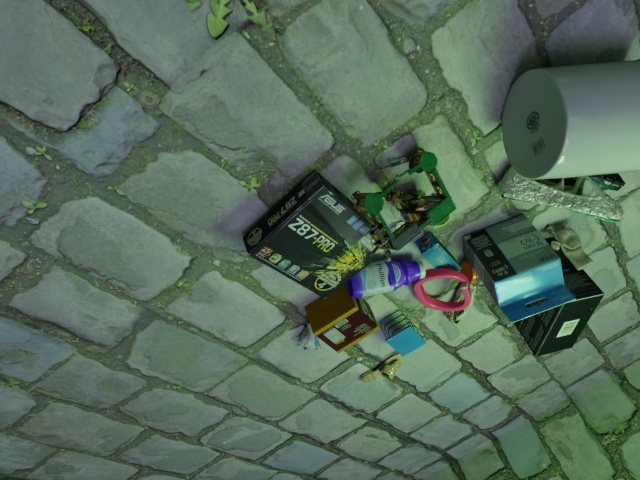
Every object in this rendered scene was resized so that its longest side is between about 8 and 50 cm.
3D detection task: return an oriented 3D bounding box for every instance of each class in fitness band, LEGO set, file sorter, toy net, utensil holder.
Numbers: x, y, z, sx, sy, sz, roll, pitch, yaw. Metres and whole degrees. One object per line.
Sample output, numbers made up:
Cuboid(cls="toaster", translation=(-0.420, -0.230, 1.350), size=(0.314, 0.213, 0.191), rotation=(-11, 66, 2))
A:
Cuboid(cls="fitness band", translation=(0.468, 0.195, 1.984), size=(0.208, 0.054, 0.291), rotation=(-3, 147, 21))
Cuboid(cls="LEGO set", translation=(0.236, -0.115, 1.595), size=(0.331, 0.192, 0.255), rotation=(-45, 108, -13))
Cuboid(cls="file sorter", translation=(0.339, 0.382, 2.145), size=(0.118, 0.105, 0.170), rotation=(-33, 134, 12))
Cuboid(cls="toy net", translation=(0.323, -0.061, 1.761), size=(0.232, 0.045, 0.122), rotation=(-30, 135, 9))
Cuboid(cls="utensil holder", translation=(0.767, -0.343, 1.473), size=(0.385, 0.328, 0.328), rotation=(-6, 134, -11))

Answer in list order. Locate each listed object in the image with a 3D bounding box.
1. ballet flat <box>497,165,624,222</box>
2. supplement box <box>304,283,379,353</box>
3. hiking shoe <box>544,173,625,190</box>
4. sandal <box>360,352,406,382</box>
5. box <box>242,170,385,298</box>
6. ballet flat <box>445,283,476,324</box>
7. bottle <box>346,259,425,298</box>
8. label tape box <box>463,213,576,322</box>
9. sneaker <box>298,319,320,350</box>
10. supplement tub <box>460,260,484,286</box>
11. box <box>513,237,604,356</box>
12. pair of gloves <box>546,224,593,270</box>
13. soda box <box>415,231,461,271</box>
Cuboid(cls="ballet flat", translation=(0.794, -0.162, 1.687), size=(0.408, 0.147, 0.147), rotation=(13, 133, 9))
Cuboid(cls="supplement box", translation=(0.082, 0.292, 1.945), size=(0.191, 0.129, 0.194), rotation=(-33, 134, 11))
Cuboid(cls="hiking shoe", translation=(0.912, -0.209, 1.814), size=(0.303, 0.113, 0.132), rotation=(7, 137, -14))
Cuboid(cls="sandal", translation=(0.301, 0.604, 2.359), size=(0.240, 0.079, 0.088), rotation=(-31, 135, 10))
Cuboid(cls="box", translation=(0.000, 0.000, 1.662), size=(0.318, 0.097, 0.395), rotation=(-41, 133, 14))
Cuboid(cls="ballet flat", translation=(0.593, 0.259, 2.145), size=(0.091, 0.077, 0.241), rotation=(-2, 132, -18))
Cuboid(cls="bottle", translation=(0.234, 0.128, 1.855), size=(0.282, 0.118, 0.092), rotation=(-9, 167, -12))
Cuboid(cls="label tape box", translation=(0.696, 0.092, 1.831), size=(0.249, 0.348, 0.115), rotation=(-20, 135, -2))
Cuboid(cls="sneaker", translation=(-0.048, 0.377, 2.023), size=(0.082, 0.071, 0.191), rotation=(-10, 134, -3))
Cuboid(cls="supplement tub", translation=(0.645, 0.115, 2.000), size=(0.190, 0.117, 0.117), rotation=(-5, 133, -16))
Cuboid(cls="box", translation=(0.895, 0.223, 2.058), size=(0.178, 0.313, 0.343), rotation=(-10, 135, -13))
Cuboid(cls="pair of gloves", translation=(0.877, 0.033, 1.948), size=(0.240, 0.204, 0.042), rotation=(-14, 148, -7))
Cuboid(cls="soda box", translation=(0.433, 0.056, 1.898), size=(0.071, 0.067, 0.210), rotation=(-37, 133, 16))
